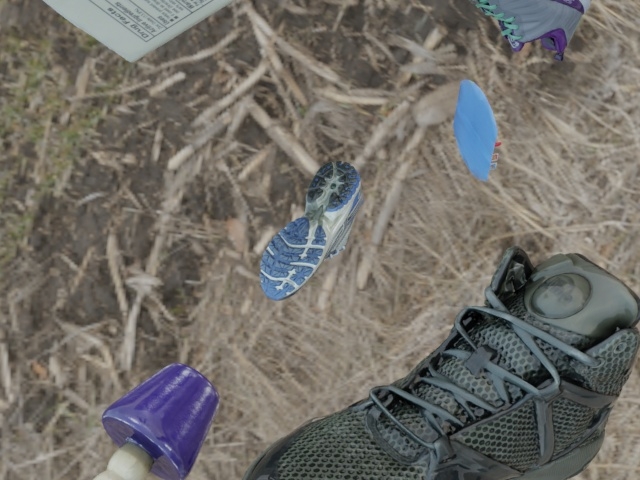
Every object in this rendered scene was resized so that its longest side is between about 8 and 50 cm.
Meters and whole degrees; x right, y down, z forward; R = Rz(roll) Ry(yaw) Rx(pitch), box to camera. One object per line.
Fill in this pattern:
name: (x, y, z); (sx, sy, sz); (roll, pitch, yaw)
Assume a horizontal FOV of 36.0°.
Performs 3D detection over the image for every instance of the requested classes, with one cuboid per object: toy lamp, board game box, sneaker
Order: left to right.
toy lamp: (-0.167, 0.197, 0.669); (0.080, 0.080, 0.274); (7, 46, 39)
sneaker: (0.000, 0.000, 0.863); (0.052, 0.058, 0.135); (29, 79, 31)
sneaker: (0.064, 0.068, 0.451); (0.087, 0.228, 0.130); (43, 130, 40)
board game box: (0.265, -0.184, 1.615); (0.168, 0.033, 0.133); (93, 158, -49)
sneaker: (0.236, -0.290, 1.232); (0.083, 0.224, 0.098); (-136, 60, -63)

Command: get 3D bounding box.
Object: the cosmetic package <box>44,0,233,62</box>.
cosmetic package: (-0.086, -0.281, 0.743); (0.296, 0.153, 0.129); (-24, 56, 24)
